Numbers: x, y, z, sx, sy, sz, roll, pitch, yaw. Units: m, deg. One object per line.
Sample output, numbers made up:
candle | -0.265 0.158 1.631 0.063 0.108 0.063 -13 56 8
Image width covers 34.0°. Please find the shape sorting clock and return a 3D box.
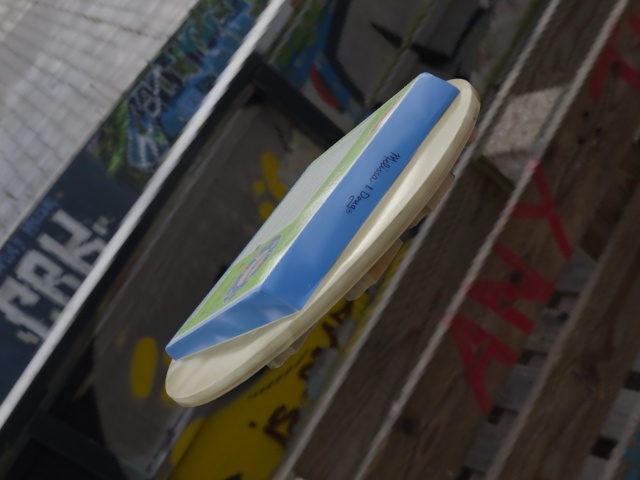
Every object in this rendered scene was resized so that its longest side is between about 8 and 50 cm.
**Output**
shape sorting clock | 0.000 0.000 0.507 0.206 0.040 0.206 -47 9 9
